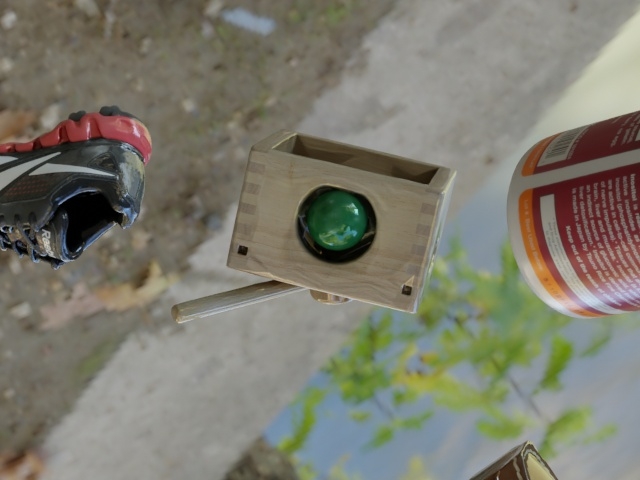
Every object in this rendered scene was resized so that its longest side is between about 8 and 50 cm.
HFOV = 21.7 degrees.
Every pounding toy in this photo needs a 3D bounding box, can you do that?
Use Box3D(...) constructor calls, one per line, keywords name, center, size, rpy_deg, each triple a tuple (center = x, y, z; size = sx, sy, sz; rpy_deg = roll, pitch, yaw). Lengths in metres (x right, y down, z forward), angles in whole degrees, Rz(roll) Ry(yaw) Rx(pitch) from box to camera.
Box3D(name="pounding toy", center=(0.000, 0.000, 0.956), size=(0.141, 0.130, 0.100), rpy_deg=(-48, 151, -78))

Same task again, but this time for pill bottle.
Box3D(name="pill bottle", center=(0.159, -0.018, 0.701), size=(0.086, 0.086, 0.152), rpy_deg=(1, 171, -40))

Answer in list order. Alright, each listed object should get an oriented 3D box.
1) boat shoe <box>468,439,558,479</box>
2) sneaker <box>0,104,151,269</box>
Box3D(name="boat shoe", center=(0.203, 0.251, 0.942), size=(0.120, 0.324, 0.122), rpy_deg=(-33, 180, 18))
Box3D(name="sneaker", center=(-0.290, -0.032, 1.583), size=(0.276, 0.135, 0.097), rpy_deg=(-14, 145, 3))
